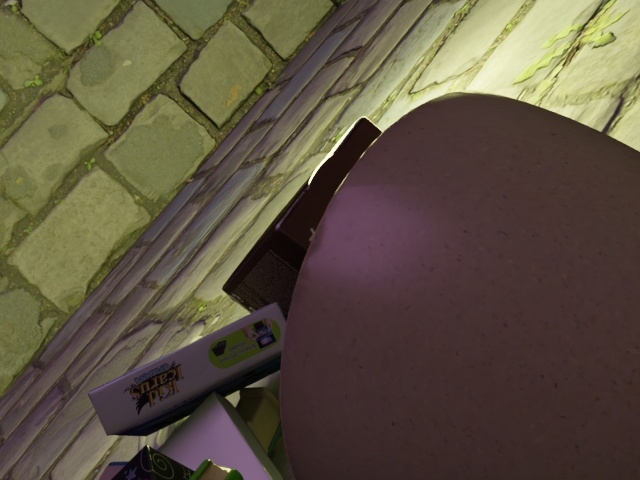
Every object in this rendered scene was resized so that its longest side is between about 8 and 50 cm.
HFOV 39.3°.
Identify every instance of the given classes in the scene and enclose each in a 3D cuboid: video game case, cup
[{"bbox_3d":[-0.150,0.176,1.163,0.244,0.061,0.269,-25,-11,-6],"label":"video game case"},{"bbox_3d":[0.172,0.082,0.578,0.237,0.331,0.331,18,62,42],"label":"cup"}]

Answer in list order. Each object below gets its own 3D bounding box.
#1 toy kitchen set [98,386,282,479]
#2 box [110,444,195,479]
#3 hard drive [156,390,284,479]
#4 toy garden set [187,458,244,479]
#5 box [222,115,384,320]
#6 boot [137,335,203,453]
[{"bbox_3d":[-0.153,0.294,1.181,0.207,0.122,0.166,-10,35,31],"label":"toy kitchen set"},{"bbox_3d":[-0.126,0.338,0.793,0.142,0.163,0.247,-44,34,10],"label":"box"},{"bbox_3d":[-0.183,0.369,0.995,0.353,0.047,0.233,-47,43,1],"label":"hard drive"},{"bbox_3d":[-0.034,0.264,0.674,0.204,0.244,0.049,-47,-32,-54],"label":"toy garden set"},{"bbox_3d":[0.000,0.000,1.235,0.191,0.143,0.381,-53,2,-20],"label":"box"},{"bbox_3d":[-0.224,0.256,1.397,0.123,0.095,0.258,-34,21,16],"label":"boot"}]
